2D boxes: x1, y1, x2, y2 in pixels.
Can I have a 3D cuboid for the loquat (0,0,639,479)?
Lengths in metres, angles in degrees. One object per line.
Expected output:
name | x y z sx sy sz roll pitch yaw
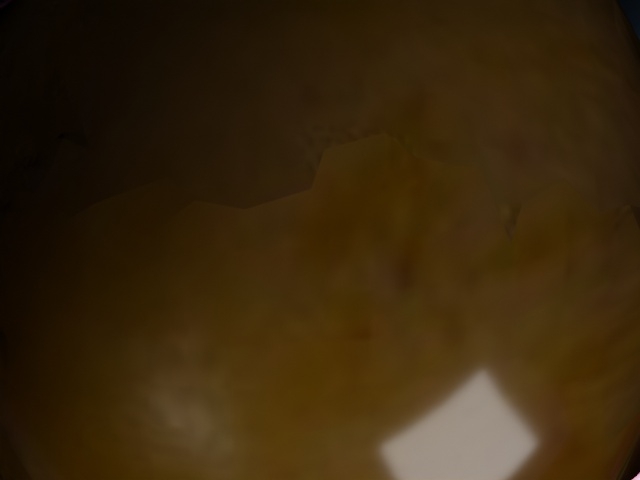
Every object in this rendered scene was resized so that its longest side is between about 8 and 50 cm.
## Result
loquat | 0.000 0.000 0.477 0.235 0.235 0.235 -35 154 -20

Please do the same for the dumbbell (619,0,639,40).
dumbbell | 0.115 -0.086 0.610 0.160 0.144 0.324 -34 156 -45
